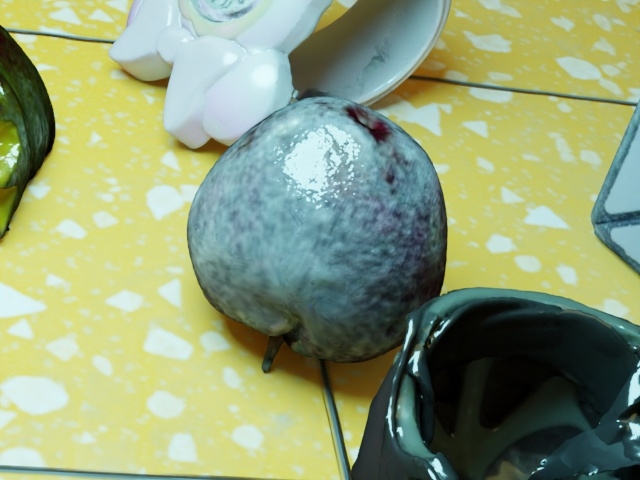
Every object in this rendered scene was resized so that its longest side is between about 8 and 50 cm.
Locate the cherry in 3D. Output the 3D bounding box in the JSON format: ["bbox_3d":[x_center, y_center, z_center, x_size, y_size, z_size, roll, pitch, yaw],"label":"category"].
[{"bbox_3d":[0.004,-0.008,1.228,0.195,0.195,0.195,11,39,-9],"label":"cherry"}]

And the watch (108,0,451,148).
[{"bbox_3d":[-0.012,-0.182,1.446,0.217,0.248,0.211,17,28,-46],"label":"watch"}]

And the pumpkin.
[{"bbox_3d":[-0.263,-0.135,1.320,0.149,0.130,0.254,-22,52,-39],"label":"pumpkin"}]

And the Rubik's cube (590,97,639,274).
[{"bbox_3d":[0.414,-0.057,1.393,0.259,0.254,0.260,-17,48,-34],"label":"Rubik's cube"}]

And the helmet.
[{"bbox_3d":[0.126,0.181,1.057,0.225,0.177,0.305,11,44,-22],"label":"helmet"}]
